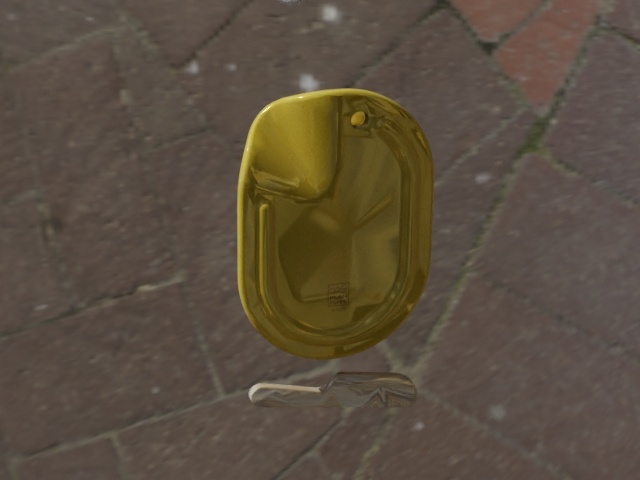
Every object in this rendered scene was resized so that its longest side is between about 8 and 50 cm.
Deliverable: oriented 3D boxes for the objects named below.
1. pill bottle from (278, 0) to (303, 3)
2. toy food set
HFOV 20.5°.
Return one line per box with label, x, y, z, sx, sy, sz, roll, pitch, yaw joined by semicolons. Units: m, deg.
pill bottle;0.095;-0.234;0.856;0.318;0.176;0.176;-27;83;-18
toy food set;0.000;0.000;1.127;0.128;0.071;0.218;-5;113;-18
